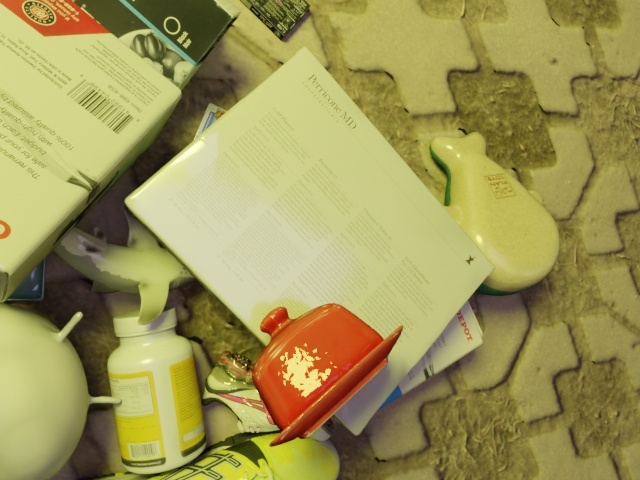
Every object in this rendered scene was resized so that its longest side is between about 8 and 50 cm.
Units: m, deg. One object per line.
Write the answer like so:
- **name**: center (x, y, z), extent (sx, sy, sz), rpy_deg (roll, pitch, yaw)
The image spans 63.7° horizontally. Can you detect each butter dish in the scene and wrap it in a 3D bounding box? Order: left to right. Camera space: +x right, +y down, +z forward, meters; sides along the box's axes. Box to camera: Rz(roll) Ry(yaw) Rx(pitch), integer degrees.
- **butter dish**: center (-0.015, 0.118, 0.521), extent (0.160, 0.160, 0.118), rpy_deg (-39, 75, -16)

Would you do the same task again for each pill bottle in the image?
- **pill bottle**: center (-0.205, 0.180, 0.640), extent (0.103, 0.103, 0.184), rpy_deg (-8, 92, -21)

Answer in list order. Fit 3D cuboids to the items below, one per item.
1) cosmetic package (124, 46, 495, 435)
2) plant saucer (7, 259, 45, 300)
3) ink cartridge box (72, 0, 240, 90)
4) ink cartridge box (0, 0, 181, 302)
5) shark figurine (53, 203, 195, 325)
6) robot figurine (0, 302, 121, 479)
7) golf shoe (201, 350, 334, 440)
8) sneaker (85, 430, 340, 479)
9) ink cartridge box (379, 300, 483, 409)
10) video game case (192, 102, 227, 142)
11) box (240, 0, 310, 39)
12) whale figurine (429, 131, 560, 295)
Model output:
- **cosmetic package**: center (0.000, 0.000, 0.646), extent (0.284, 0.097, 0.377), rpy_deg (-45, 99, -14)
- **plant saucer**: center (-0.429, 0.037, 0.604), extent (0.192, 0.018, 0.067), rpy_deg (3, 88, -22)
- **ink cartridge box**: center (-0.239, -0.263, 0.611), extent (0.208, 0.045, 0.206), rpy_deg (40, 114, -15)
- **ink cartridge box**: center (-0.305, -0.107, 0.512), extent (0.197, 0.114, 0.273), rpy_deg (38, 53, -14)
- **shark figurine**: center (-0.275, 0.017, 0.625), extent (0.278, 0.116, 0.166), rpy_deg (33, 44, -25)
- **robot figurine**: center (-0.397, 0.187, 0.512), extent (0.353, 0.200, 0.300), rpy_deg (-20, 131, -18)
- **golf shoe**: center (-0.071, 0.228, 0.702), extent (0.186, 0.067, 0.086), rpy_deg (29, 85, 2)
- **sneaker**: center (-0.142, 0.343, 0.637), extent (0.384, 0.147, 0.145), rpy_deg (-11, 91, -23)
- **ink cartridge box**: center (0.120, 0.131, 0.772), extent (0.203, 0.086, 0.148), rpy_deg (-26, 95, -19)
- **video game case**: center (-0.117, -0.128, 0.729), extent (0.122, 0.011, 0.087), rpy_deg (23, 81, -19)
- **box**: center (-0.066, -0.347, 0.750), extent (0.083, 0.018, 0.067), rpy_deg (40, 76, -15)
- **whale figurine**: center (0.253, -0.040, 0.822), extent (0.216, 0.141, 0.272), rpy_deg (-12, 69, -22)
